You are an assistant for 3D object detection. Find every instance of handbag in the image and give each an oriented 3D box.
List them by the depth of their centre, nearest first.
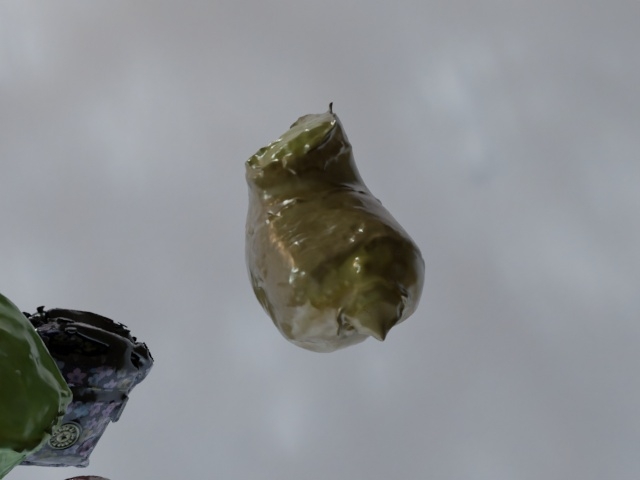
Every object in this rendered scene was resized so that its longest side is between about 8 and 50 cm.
[{"bbox_3d":[-0.326,0.185,1.491,0.228,0.208,0.127,22,-161,-45],"label":"handbag"}]

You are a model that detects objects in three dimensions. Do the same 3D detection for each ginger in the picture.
[{"bbox_3d":[0.000,0.000,1.037,0.138,0.152,0.267,-18,-124,-12],"label":"ginger"}]

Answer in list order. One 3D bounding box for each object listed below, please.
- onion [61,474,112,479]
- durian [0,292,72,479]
[{"bbox_3d":[-0.290,0.358,1.206,0.195,0.272,0.272,13,-133,24],"label":"onion"},{"bbox_3d":[-0.312,0.128,0.802,0.255,0.340,0.204,24,-152,-32],"label":"durian"}]
